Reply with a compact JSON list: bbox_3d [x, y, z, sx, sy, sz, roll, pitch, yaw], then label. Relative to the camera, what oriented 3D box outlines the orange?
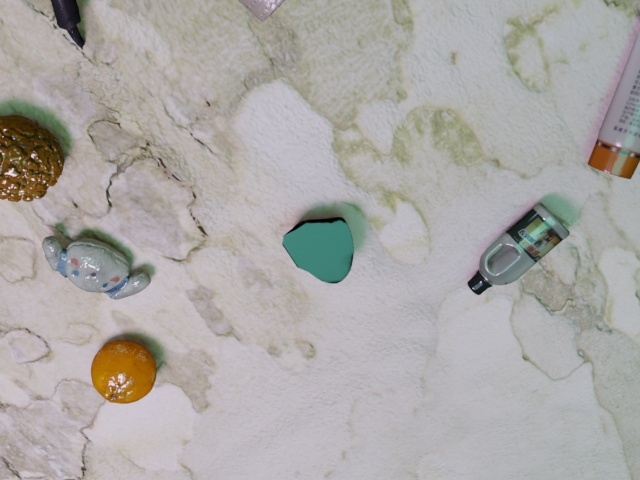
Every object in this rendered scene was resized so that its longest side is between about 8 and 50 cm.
[{"bbox_3d":[-0.404,0.274,1.379,0.136,0.117,0.135,-7,122,-10],"label":"orange"}]

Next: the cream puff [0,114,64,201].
[{"bbox_3d":[-0.527,-0.135,1.148,0.165,0.115,0.150,-17,114,3],"label":"cream puff"}]

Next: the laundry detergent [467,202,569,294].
[{"bbox_3d":[0.396,0.028,1.379,0.226,0.070,0.099,-43,123,16],"label":"laundry detergent"}]

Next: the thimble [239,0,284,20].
[{"bbox_3d":[-0.087,-0.421,1.064,0.090,0.102,0.115,40,77,-23],"label":"thimble"}]

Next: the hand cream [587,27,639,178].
[{"bbox_3d":[0.596,-0.272,1.239,0.140,0.089,0.314,15,110,-16],"label":"hand cream"}]

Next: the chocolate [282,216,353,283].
[{"bbox_3d":[0.000,0.000,1.310,0.149,0.080,0.125,30,99,-13],"label":"chocolate"}]

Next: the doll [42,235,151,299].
[{"bbox_3d":[-0.432,0.051,1.285,0.214,0.071,0.103,27,119,-27],"label":"doll"}]

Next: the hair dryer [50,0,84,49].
[{"bbox_3d":[-0.436,-0.401,1.024,0.236,0.091,0.271,19,143,23],"label":"hair dryer"}]
